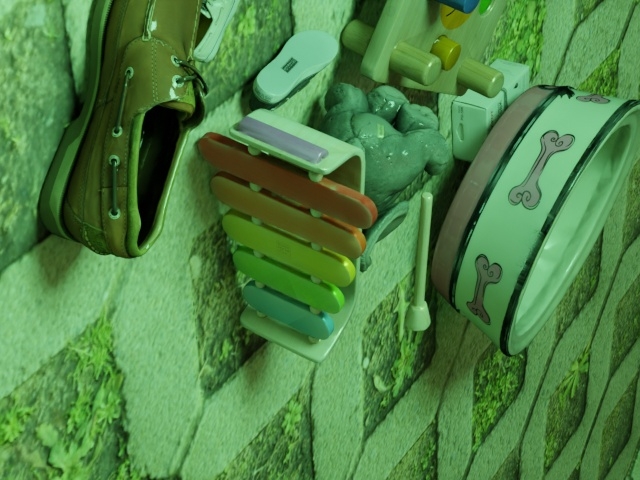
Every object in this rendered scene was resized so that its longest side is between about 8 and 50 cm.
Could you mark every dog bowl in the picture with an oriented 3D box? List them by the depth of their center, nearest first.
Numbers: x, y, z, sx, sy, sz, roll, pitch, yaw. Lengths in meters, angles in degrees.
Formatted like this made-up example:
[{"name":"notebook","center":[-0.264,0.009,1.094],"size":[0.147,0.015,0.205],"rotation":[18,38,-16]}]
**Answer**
[{"name":"dog bowl","center":[0.307,-0.044,1.770],"size":[0.408,0.150,0.408],"rotation":[-49,157,-30]}]

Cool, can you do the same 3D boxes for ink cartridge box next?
[{"name":"ink cartridge box","center":[0.246,-0.185,1.761],"size":[0.135,0.056,0.099],"rotation":[-45,141,-39]}]

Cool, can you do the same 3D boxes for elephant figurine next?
[{"name":"elephant figurine","center":[0.041,-0.046,1.412],"size":[0.186,0.169,0.239],"rotation":[3,129,-28]}]

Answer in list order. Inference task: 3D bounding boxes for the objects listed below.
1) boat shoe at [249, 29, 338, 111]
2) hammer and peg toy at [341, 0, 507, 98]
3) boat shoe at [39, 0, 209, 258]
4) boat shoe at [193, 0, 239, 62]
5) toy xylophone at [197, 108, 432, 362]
[{"name":"boat shoe","center":[-0.032,-0.183,1.323],"size":[0.142,0.049,0.040],"rotation":[-44,173,-41]},{"name":"hammer and peg toy","center":[0.176,-0.347,1.436],"size":[0.266,0.127,0.361],"rotation":[-4,121,-58]},{"name":"boat shoe","center":[-0.146,-0.133,1.093],"size":[0.111,0.104,0.307],"rotation":[10,97,-60]},{"name":"boat shoe","center":[-0.107,-0.223,1.183],"size":[0.035,0.035,0.100],"rotation":[13,101,-63]},{"name":"toy xylophone","center":[0.000,0.000,1.285],"size":[0.081,0.236,0.322],"rotation":[-50,146,-36]}]
